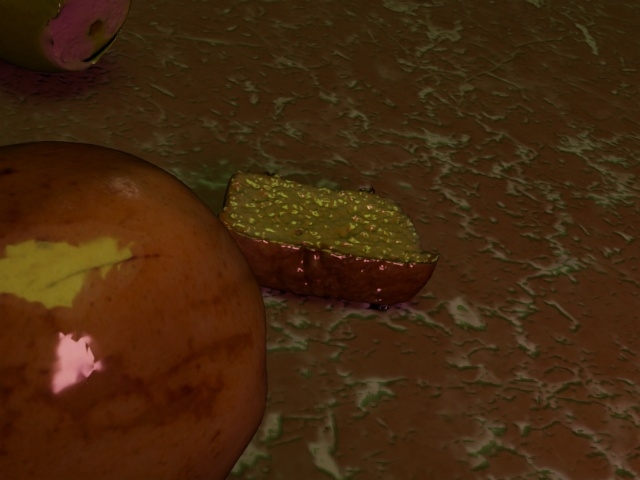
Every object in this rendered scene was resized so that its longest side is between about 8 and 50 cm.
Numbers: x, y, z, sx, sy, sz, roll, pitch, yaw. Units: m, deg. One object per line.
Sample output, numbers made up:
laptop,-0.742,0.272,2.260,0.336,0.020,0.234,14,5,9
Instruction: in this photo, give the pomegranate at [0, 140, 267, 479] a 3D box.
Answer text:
pomegranate,-0.149,0.071,0.677,0.264,0.264,0.264,11,35,-7

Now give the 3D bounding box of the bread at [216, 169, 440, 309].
bread,0.000,0.000,1.004,0.188,0.065,0.103,5,34,-12

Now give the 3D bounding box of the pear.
pear,-0.285,-0.269,1.158,0.220,0.187,0.187,39,41,26
